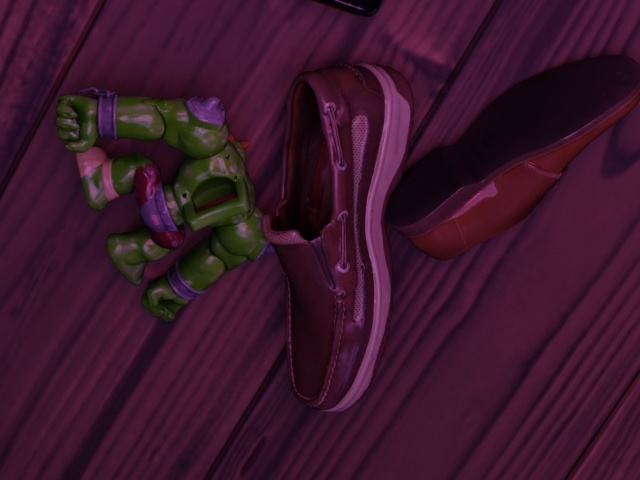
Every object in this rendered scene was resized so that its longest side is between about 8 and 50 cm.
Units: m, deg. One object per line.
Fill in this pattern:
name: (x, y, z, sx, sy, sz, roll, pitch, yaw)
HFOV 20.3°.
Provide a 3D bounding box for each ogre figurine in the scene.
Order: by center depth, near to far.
ogre figurine: (-0.105, -0.031, 1.295, 0.118, 0.097, 0.197, -14, 105, 11)

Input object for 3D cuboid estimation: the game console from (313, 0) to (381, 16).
game console: (-0.008, -0.240, 1.224, 0.144, 0.124, 0.085, 18, 143, -7)

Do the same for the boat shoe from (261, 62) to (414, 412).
boat shoe: (-0.005, -0.002, 1.289, 0.095, 0.095, 0.257, 0, 99, -38)

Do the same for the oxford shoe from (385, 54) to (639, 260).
oxford shoe: (0.151, -0.060, 1.307, 0.212, 0.076, 0.076, -34, 129, 16)
